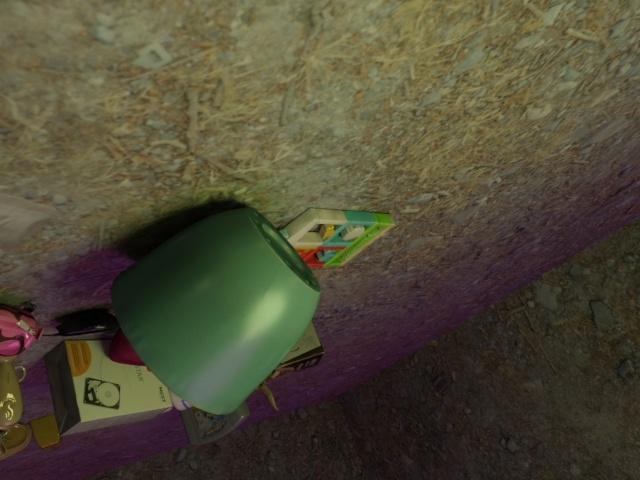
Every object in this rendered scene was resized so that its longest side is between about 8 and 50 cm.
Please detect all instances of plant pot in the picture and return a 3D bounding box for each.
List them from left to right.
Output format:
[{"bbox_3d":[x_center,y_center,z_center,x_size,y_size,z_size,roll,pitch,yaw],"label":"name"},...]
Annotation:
[{"bbox_3d":[-0.812,0.574,1.573,0.081,0.083,0.081,-11,156,-24],"label":"plant pot"},{"bbox_3d":[-0.144,0.087,0.860,0.235,0.293,0.293,-41,156,5],"label":"plant pot"}]

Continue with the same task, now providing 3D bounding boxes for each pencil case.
[{"bbox_3d":[-0.530,0.122,0.801,0.098,0.095,0.209,10,165,14],"label":"pencil case"}]

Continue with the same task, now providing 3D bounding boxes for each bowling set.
[{"bbox_3d":[-0.720,0.282,0.964,0.199,0.154,0.287,-14,170,41],"label":"bowling set"}]

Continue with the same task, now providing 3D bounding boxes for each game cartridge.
[{"bbox_3d":[-0.402,0.637,1.961,0.297,0.198,0.062,-33,156,23],"label":"game cartridge"}]

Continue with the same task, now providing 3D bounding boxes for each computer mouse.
[{"bbox_3d":[-0.512,0.165,0.998,0.242,0.041,0.071,-5,169,-26],"label":"computer mouse"}]

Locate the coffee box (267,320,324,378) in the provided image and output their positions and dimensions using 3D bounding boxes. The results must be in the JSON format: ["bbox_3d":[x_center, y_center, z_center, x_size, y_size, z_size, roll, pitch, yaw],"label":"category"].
[{"bbox_3d":[-0.153,0.379,1.709,0.297,0.119,0.168,-16,156,-16],"label":"coffee box"}]

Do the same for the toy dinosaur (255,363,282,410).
[{"bbox_3d":[-0.244,0.381,1.519,0.200,0.127,0.296,-33,111,31],"label":"toy dinosaur"}]

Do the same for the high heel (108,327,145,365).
[{"bbox_3d":[-0.279,0.250,1.212,0.377,0.127,0.181,27,123,-30],"label":"high heel"}]

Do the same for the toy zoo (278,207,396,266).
[{"bbox_3d":[0.000,0.000,1.106,0.293,0.030,0.192,0,149,-44],"label":"toy zoo"}]

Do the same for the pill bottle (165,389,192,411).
[{"bbox_3d":[-0.400,0.447,1.626,0.221,0.124,0.124,-20,158,-5],"label":"pill bottle"}]

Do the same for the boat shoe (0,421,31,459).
[{"bbox_3d":[-0.888,0.519,1.347,0.285,0.105,0.089,3,149,-46],"label":"boat shoe"}]

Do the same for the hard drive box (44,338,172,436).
[{"bbox_3d":[-0.473,0.319,1.186,0.089,0.181,0.232,-35,156,25],"label":"hard drive box"}]

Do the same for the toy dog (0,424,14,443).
[{"bbox_3d":[-0.820,0.439,1.165,0.160,0.220,0.334,20,147,-2],"label":"toy dog"}]
